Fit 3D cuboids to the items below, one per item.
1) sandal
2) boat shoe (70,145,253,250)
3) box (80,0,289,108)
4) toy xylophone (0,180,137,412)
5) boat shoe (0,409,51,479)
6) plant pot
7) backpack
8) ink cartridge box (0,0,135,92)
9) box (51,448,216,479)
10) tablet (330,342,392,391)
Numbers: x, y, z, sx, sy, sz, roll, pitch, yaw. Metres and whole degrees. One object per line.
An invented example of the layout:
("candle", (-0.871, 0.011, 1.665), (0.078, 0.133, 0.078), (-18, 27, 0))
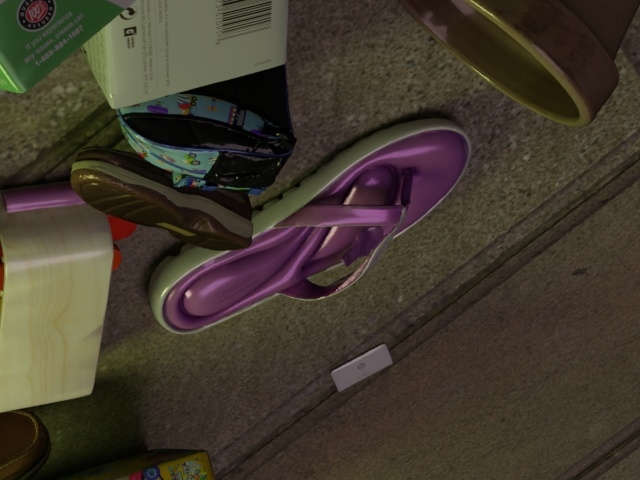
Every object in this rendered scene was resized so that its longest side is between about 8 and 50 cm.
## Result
("sandal", (0.005, 0.008, 1.858), (0.416, 0.102, 0.169), (-30, 143, -2))
("boat shoe", (-0.163, -0.064, 1.679), (0.095, 0.095, 0.257), (-3, 163, 31))
("box", (-0.130, -0.240, 1.466), (0.182, 0.119, 0.181), (-17, 141, -17))
("toy xylophone", (-0.325, 0.077, 1.725), (0.236, 0.081, 0.323), (-3, 135, -31))
("boat shoe", (-0.451, 0.246, 1.807), (0.307, 0.111, 0.104), (-16, 142, -20))
("plant pot", (0.228, -0.278, 1.595), (0.229, 0.263, 0.263), (-51, 142, -2))
("backpack", (-0.122, -0.128, 1.579), (0.173, 0.158, 0.117), (2, 152, -18))
("ink cartridge box", (-0.249, -0.289, 1.205), (0.211, 0.121, 0.289), (-44, 123, -17))
("box", (-0.277, 0.367, 1.904), (0.279, 0.177, 0.290), (-15, 178, -20))
("tablet", (0.055, 0.170, 2.159), (0.083, 0.006, 0.054), (-28, 143, -5))
